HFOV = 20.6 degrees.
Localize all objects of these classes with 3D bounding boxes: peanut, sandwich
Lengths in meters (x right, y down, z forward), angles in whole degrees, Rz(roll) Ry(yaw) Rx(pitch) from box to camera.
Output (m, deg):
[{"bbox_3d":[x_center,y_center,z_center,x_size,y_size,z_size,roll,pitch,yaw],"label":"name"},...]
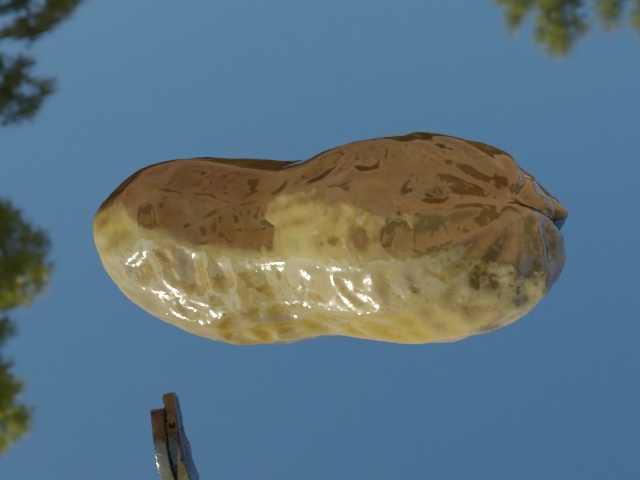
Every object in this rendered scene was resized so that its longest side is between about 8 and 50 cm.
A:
[{"bbox_3d":[0.000,0.000,1.144,0.313,0.149,0.149,-1,-150,22],"label":"peanut"},{"bbox_3d":[-0.144,0.211,1.750,0.029,0.135,0.067,-6,-129,5],"label":"sandwich"}]
